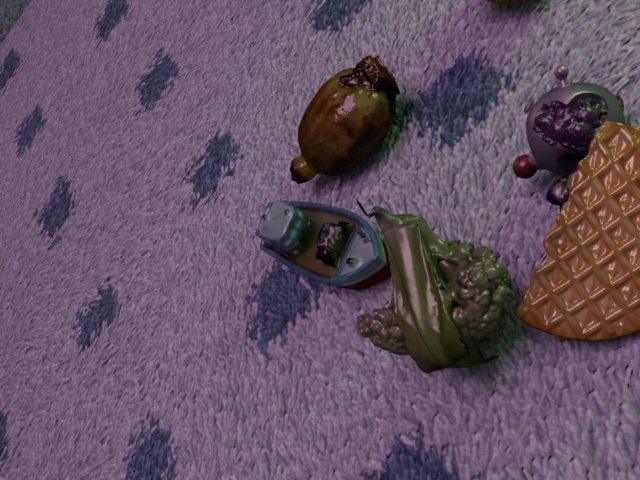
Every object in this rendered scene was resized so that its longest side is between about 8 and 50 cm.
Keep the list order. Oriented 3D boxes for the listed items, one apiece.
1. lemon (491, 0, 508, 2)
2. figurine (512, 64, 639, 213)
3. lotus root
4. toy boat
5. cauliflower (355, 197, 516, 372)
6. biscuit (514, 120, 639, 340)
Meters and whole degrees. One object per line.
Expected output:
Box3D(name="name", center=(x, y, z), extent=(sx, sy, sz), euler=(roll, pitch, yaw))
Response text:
Box3D(name="lemon", center=(0.330, -0.514, 1.328), extent=(0.206, 0.173, 0.173), euler=(-36, 49, 19))
Box3D(name="figurine", center=(0.377, -0.109, 1.115), extent=(0.194, 0.133, 0.274), euler=(12, 80, 30))
Box3D(name="lotus root", center=(0.046, -0.229, 1.469), extent=(0.314, 0.141, 0.169), euler=(-47, 42, 27))
Box3D(name="toy boat", center=(0.000, 0.000, 1.400), extent=(0.332, 0.133, 0.145), euler=(19, 82, 45))
Box3D(name="cauliflower", center=(0.163, 0.052, 1.122), extent=(0.239, 0.315, 0.256), euler=(-32, 8, -18))
Box3D(name="biscuit", center=(0.411, 0.006, 1.020), extent=(0.204, 0.040, 0.309), euler=(25, 97, 17))
